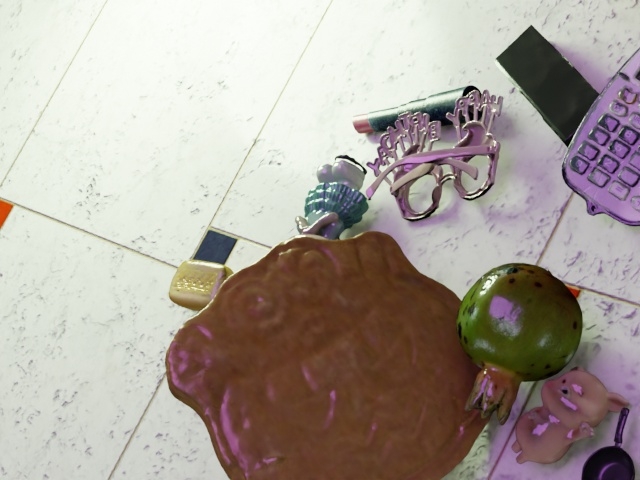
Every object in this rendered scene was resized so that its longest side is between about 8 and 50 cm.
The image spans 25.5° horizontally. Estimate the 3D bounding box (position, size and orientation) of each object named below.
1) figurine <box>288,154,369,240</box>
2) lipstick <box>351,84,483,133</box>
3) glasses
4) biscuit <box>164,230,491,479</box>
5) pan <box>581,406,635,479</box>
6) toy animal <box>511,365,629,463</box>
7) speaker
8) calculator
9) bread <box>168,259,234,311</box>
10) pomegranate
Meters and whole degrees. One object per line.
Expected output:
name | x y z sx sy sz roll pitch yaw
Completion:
figurine | 0.000 0.000 2.077 0.138 0.110 0.246 -13 52 48
lipstick | 0.136 -0.192 2.117 0.234 0.053 0.053 -4 61 44
glasses | 0.150 -0.129 2.005 0.255 0.095 0.162 -18 60 39
biscuit | 0.025 0.162 1.766 0.385 0.062 0.365 -32 74 -24
pan | 0.344 0.252 1.644 0.068 0.023 0.115 7 71 46
toy animal | 0.286 0.211 1.693 0.150 0.089 0.083 -41 77 10
speaker | 0.323 -0.209 1.958 0.082 0.044 0.218 -44 42 11
calculator | 0.422 -0.141 1.798 0.177 0.040 0.268 41 94 35
bread | -0.181 0.075 2.227 0.115 0.056 0.082 3 66 37
pomegranate | 0.235 0.122 1.735 0.159 0.159 0.205 6 66 45
